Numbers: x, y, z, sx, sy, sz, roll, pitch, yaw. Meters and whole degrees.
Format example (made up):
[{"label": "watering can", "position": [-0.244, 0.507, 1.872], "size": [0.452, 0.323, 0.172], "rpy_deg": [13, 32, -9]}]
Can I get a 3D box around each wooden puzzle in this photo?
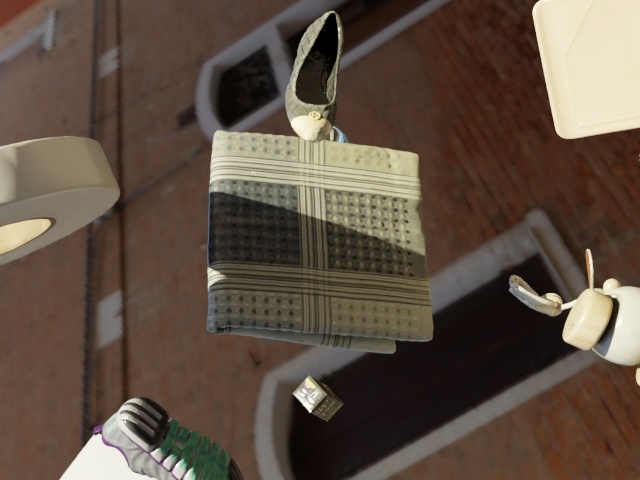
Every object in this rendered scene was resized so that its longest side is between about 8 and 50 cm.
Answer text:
[{"label": "wooden puzzle", "position": [0.434, -0.273, 1.635], "size": [0.044, 0.238, 0.221], "rpy_deg": [-17, -83, -38]}]

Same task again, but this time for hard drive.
[{"label": "hard drive", "position": [-0.390, 0.465, 1.884], "size": [0.307, 0.203, 0.040], "rpy_deg": [-56, -44, -41]}]

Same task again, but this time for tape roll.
[{"label": "tape roll", "position": [-0.441, -0.019, 1.380], "size": [0.072, 0.392, 0.392], "rpy_deg": [66, -169, 5]}]

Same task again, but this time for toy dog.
[{"label": "toy dog", "position": [0.435, 0.087, 1.599], "size": [0.220, 0.161, 0.334], "rpy_deg": [27, -171, -19]}]

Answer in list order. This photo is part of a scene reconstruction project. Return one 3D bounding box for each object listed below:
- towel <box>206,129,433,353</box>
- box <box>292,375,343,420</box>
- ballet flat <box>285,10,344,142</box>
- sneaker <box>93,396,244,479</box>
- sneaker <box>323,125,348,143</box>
[{"label": "towel", "position": [0.000, 0.000, 1.562], "size": [0.056, 0.324, 0.312], "rpy_deg": [122, 150, -59]}, {"label": "box", "position": [-0.004, 0.319, 2.235], "size": [0.062, 0.052, 0.083], "rpy_deg": [44, -177, 34]}, {"label": "ballet flat", "position": [-0.005, -0.180, 1.209], "size": [0.049, 0.057, 0.173], "rpy_deg": [116, 162, -54]}, {"label": "sneaker", "position": [-0.200, 0.300, 1.499], "size": [0.224, 0.098, 0.083], "rpy_deg": [45, -140, -16]}, {"label": "sneaker", "position": [-0.035, -0.102, 1.715], "size": [0.078, 0.188, 0.067], "rpy_deg": [37, 175, 6]}]
